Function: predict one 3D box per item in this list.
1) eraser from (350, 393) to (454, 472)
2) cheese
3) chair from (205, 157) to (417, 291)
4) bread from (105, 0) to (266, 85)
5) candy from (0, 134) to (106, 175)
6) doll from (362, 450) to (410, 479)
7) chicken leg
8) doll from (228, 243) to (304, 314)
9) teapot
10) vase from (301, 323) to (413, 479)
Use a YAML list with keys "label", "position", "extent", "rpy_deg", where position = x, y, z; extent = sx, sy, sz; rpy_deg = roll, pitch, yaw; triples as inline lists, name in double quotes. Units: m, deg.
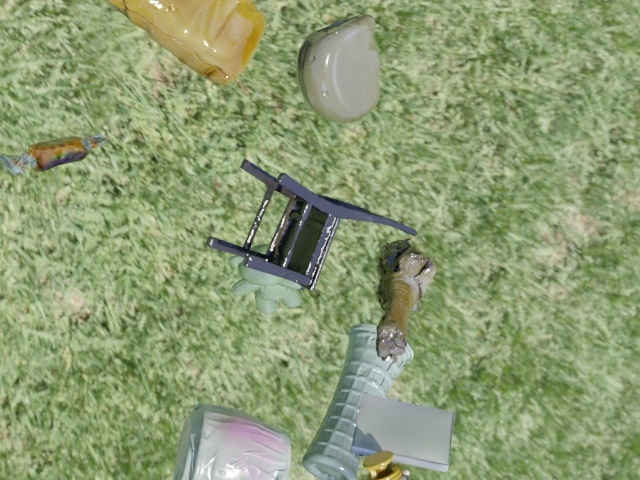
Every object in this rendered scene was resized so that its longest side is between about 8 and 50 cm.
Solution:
- label: "eraser"
  position: [0.128, 0.296, 1.377]
  extent: [0.150, 0.104, 0.023]
  rpy_deg: [11, 133, 6]
- label: "cheese"
  position: [0.038, -0.303, 1.629]
  extent: [0.175, 0.091, 0.202]
  rpy_deg: [-35, 131, -27]
- label: "chair"
  position: [0.000, 0.000, 0.936]
  extent: [0.212, 0.084, 0.101]
  rpy_deg: [22, 92, -41]
- label: "bread"
  position: [-0.241, -0.411, 1.571]
  extent: [0.294, 0.132, 0.167]
  rpy_deg: [35, 74, -23]
- label: "candy"
  position: [-0.423, -0.136, 1.421]
  extent: [0.182, 0.053, 0.046]
  rpy_deg: [-18, 117, -33]
- label: "doll"
  position: [0.110, 0.365, 1.269]
  extent: [0.084, 0.073, 0.127]
  rpy_deg: [-17, 97, 27]
- label: "chicken leg"
  position: [0.110, 0.071, 1.199]
  extent: [0.080, 0.196, 0.125]
  rpy_deg: [11, 110, 2]
- label: "doll"
  position: [-0.075, 0.055, 1.324]
  extent: [0.115, 0.077, 0.150]
  rpy_deg: [-3, 142, 9]
- label: "teapot"
  position: [-0.138, 0.354, 1.411]
  extent: [0.178, 0.221, 0.163]
  rpy_deg: [13, 68, -13]
- label: "vase"
  position: [0.070, 0.324, 1.751]
  extent: [0.143, 0.143, 0.299]
  rpy_deg: [46, 54, -32]
